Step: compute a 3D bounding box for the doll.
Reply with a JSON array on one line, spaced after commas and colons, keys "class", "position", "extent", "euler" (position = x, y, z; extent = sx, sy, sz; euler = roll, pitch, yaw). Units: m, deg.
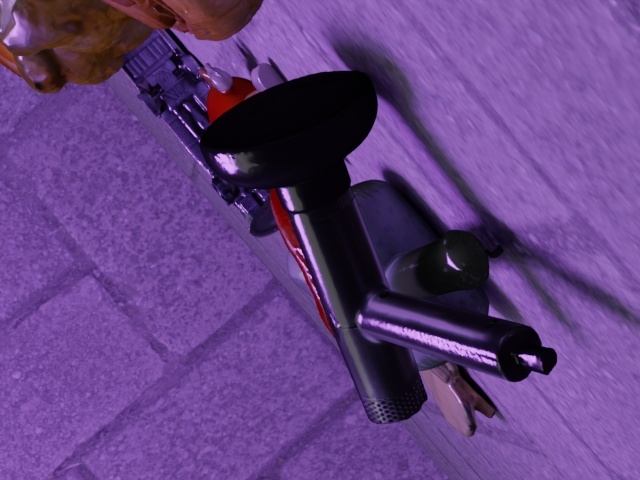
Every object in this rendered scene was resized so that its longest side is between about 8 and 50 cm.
[{"class": "doll", "position": [-0.075, -0.138, 1.752], "extent": [0.183, 0.085, 0.217], "euler": [50, 164, -23]}]

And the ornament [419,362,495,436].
[{"class": "ornament", "position": [0.158, 0.176, 2.163], "extent": [0.201, 0.059, 0.180], "euler": [56, 172, -29]}]

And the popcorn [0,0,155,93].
[{"class": "popcorn", "position": [-0.300, -0.296, 1.734], "extent": [0.276, 0.225, 0.276], "euler": [35, 174, 4]}]

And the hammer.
[{"class": "hammer", "position": [0.101, 0.024, 1.452], "extent": [0.206, 0.119, 0.335], "euler": [49, 167, -3]}]

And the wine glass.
[{"class": "wine glass", "position": [0.012, 0.035, 2.103], "extent": [0.231, 0.103, 0.103], "euler": [48, 175, -24]}]

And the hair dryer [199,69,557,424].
[{"class": "hair dryer", "position": [0.078, 0.006, 1.285], "extent": [0.284, 0.156, 0.320], "euler": [-11, 112, 45]}]

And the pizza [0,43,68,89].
[{"class": "pizza", "position": [-0.500, -0.368, 1.996], "extent": [0.440, 0.130, 0.406], "euler": [41, 172, -17]}]

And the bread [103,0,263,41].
[{"class": "bread", "position": [-0.132, -0.236, 1.186], "extent": [0.198, 0.120, 0.236], "euler": [29, 180, 0]}]

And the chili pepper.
[{"class": "chili pepper", "position": [0.000, 0.000, 1.917], "extent": [0.136, 0.144, 0.252], "euler": [-25, 101, 52]}]

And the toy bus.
[{"class": "toy bus", "position": [-0.163, -0.157, 2.157], "extent": [0.342, 0.097, 0.138], "euler": [50, 176, -5]}]
